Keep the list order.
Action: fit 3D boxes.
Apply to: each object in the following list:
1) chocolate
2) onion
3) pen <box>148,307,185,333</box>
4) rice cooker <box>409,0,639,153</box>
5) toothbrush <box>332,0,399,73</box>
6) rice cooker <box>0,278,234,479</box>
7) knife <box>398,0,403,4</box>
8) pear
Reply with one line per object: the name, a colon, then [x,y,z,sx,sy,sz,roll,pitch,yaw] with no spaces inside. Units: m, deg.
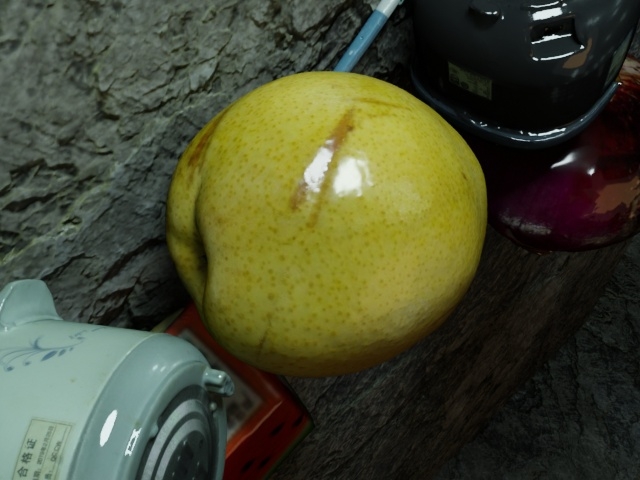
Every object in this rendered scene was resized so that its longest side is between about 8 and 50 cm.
chocolate: [-0.178,0.276,0.954,0.360,0.161,0.341,-48,163,-10]
onion: [0.354,-0.103,1.176,0.348,0.348,0.385,-37,148,-28]
pen: [-0.238,0.162,0.899,0.233,0.032,0.040,-42,169,-16]
rice cooker: [0.235,-0.247,0.903,0.267,0.267,0.224,-45,155,-14]
toothbrush: [0.007,-0.169,0.890,0.275,0.019,0.025,-54,159,4]
rice cooker: [-0.238,0.186,0.646,0.316,0.317,0.264,-57,170,9]
knife: [0.114,-0.313,0.890,0.096,0.010,0.027,-56,154,7]
pear: [0.007,-0.017,0.766,0.314,0.314,0.314,-38,151,-26]
